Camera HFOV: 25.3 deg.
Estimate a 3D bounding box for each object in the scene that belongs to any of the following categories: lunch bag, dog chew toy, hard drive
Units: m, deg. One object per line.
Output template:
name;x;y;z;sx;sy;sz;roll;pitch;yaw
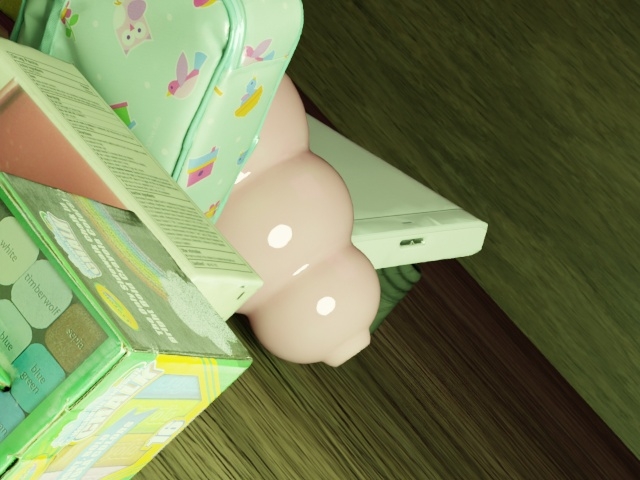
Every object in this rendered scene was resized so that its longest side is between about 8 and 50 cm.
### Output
lunch bag;-0.156;-0.132;1.146;0.224;0.279;0.108;39;31;19
dog chew toy;-0.063;-0.027;1.356;0.331;0.207;0.206;54;10;6
hard drive;-0.014;-0.070;1.620;0.233;0.047;0.353;-7;30;-42

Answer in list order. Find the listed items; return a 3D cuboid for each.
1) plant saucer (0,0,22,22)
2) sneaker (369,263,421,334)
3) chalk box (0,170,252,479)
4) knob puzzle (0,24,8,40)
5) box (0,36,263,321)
plant saucer;-0.321;-0.277;1.728;0.188;0.045;0.188;40;11;-32
sneaker;0.000;0.000;1.641;0.296;0.147;0.104;37;15;-37
chalk box;-0.158;0.057;0.772;0.132;0.132;0.213;50;11;19
knob puzzle;-0.366;-0.216;1.322;0.213;0.030;0.213;45;9;-9
box;-0.176;-0.013;0.993;0.232;0.127;0.149;48;10;13
